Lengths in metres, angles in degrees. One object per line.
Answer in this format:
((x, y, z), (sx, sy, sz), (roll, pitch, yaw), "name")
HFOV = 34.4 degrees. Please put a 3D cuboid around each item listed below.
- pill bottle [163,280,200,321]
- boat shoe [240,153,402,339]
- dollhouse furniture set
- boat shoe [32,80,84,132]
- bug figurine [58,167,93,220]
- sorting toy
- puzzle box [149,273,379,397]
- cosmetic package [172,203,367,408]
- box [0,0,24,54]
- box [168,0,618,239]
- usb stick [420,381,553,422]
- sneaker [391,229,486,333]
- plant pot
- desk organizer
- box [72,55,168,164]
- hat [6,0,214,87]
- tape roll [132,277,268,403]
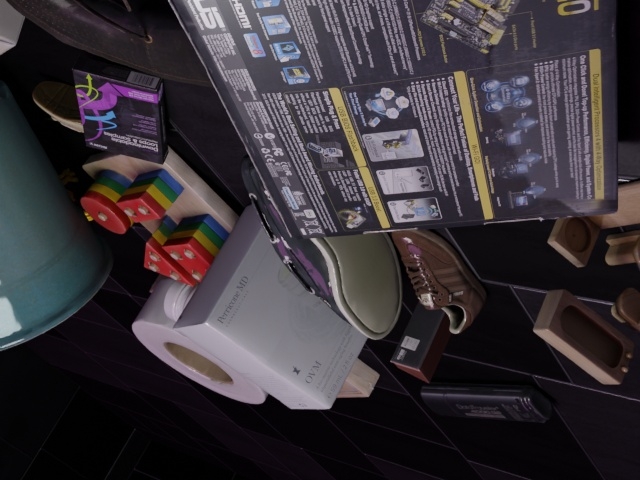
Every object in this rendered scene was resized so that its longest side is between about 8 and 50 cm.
((-0.163, 0.125, 1.710), (0.187, 0.112, 0.112), (21, 157, 31), "pill bottle")
((-0.002, 0.003, 1.376), (0.113, 0.127, 0.340), (10, 149, 42), "boat shoe")
((0.313, 0.047, 1.055), (0.144, 0.151, 0.123), (36, 157, -22), "dollhouse furniture set")
((-0.343, -0.179, 1.491), (0.153, 0.056, 0.048), (22, 153, -1), "boat shoe")
((-0.533, -0.102, 1.862), (0.279, 0.072, 0.216), (26, 158, 9), "bug figurine")
((-0.247, -0.027, 1.622), (0.257, 0.089, 0.255), (46, 153, -24), "sorting toy")
((-0.111, 0.177, 1.983), (0.409, 0.052, 0.272), (37, 156, -17), "puzzle box")
((-0.048, 0.090, 1.486), (0.225, 0.224, 0.138), (36, 158, -17), "cosmetic package")
((-0.457, -0.285, 1.245), (0.121, 0.147, 0.311), (20, 167, -33), "box")
((0.078, -0.144, 0.845), (0.319, 0.097, 0.395), (-4, 148, 15), "box")
((0.271, 0.267, 1.726), (0.077, 0.045, 0.278), (46, 154, -20), "usb stick")
((0.152, 0.052, 1.364), (0.188, 0.071, 0.066), (42, 155, -30), "sneaker")
((-0.542, -0.053, 1.611), (0.341, 0.341, 0.334), (11, 131, 37), "plant pot")
((0.152, 0.131, 1.458), (0.047, 0.130, 0.050), (14, 155, 32), "desk organizer")
((-0.265, -0.171, 1.387), (0.116, 0.029, 0.162), (14, 149, 5), "box")
((-0.158, -0.279, 0.935), (0.332, 0.133, 0.331), (20, 153, 11), "hat")
((-0.204, 0.189, 1.918), (0.286, 0.100, 0.286), (24, 157, 11), "tape roll")
